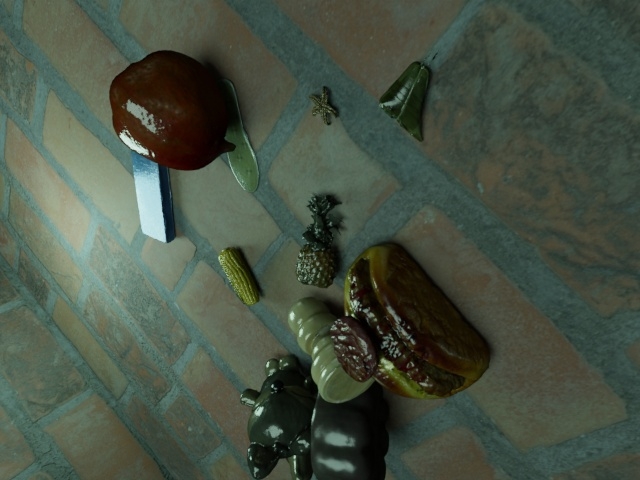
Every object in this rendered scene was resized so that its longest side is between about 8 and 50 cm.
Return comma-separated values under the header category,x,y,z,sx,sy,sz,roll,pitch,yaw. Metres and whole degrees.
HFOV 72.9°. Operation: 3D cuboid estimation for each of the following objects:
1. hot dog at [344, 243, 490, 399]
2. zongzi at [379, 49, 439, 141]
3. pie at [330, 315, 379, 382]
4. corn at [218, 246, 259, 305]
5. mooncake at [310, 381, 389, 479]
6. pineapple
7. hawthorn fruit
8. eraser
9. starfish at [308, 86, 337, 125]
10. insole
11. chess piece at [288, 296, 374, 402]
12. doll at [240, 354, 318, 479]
category,x,y,z,sx,sy,sz,roll,pitch,yaw
hot dog,0.194,0.209,1.012,0.405,0.223,0.185,49,132,7
zongzi,0.214,-0.298,0.890,0.130,0.062,0.154,39,114,-12
pie,0.072,0.238,0.949,0.154,0.036,0.154,32,132,46
corn,-0.259,0.115,1.381,0.072,0.072,0.203,-22,98,39
mooncake,0.090,0.522,1.175,0.154,0.306,0.305,-6,108,22
pineapple,0.000,0.000,1.136,0.125,0.125,0.251,15,108,29
hawthorn fruit,-0.392,-0.327,1.134,0.295,0.295,0.311,-32,81,40
eraser,-0.577,-0.152,1.498,0.144,0.043,0.311,18,120,28
starfish,0.004,-0.321,1.027,0.091,0.028,0.078,43,131,17
insole,-0.237,-0.289,1.223,0.109,0.007,0.321,1,112,34
chess piece,0.009,0.271,1.164,0.299,0.167,0.166,46,136,48
doll,-0.069,0.571,1.312,0.252,0.382,0.378,-31,108,7
